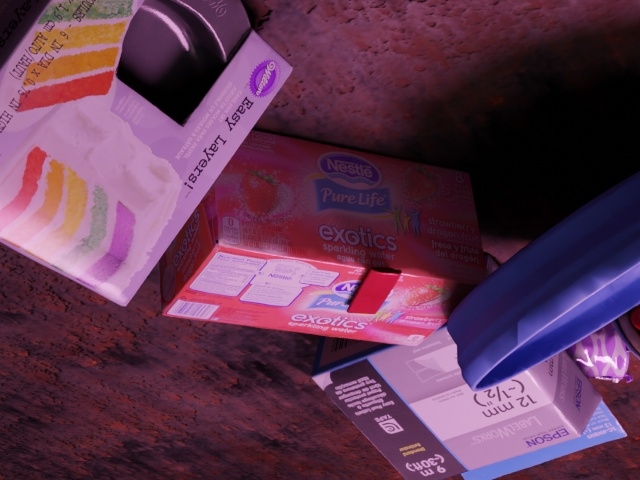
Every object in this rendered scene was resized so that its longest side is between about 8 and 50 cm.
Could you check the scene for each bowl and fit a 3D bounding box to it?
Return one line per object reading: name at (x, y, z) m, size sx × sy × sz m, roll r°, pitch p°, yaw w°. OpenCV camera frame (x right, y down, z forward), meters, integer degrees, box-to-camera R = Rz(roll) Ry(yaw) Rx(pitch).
bowl at (0.298, 0.018, 1.285) m, size 0.391 × 0.077 × 0.391 m, roll -30°, pitch 166°, yaw -8°

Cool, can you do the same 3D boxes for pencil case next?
pencil case at (0.308, 0.154, 1.686) m, size 0.206 × 0.088 × 0.086 m, roll -6°, pitch 175°, yaw 5°

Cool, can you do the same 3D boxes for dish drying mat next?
dish drying mat at (0.051, 0.049, 1.232) m, size 0.032 × 0.008 × 0.083 m, roll 3°, pitch 149°, yaw -16°

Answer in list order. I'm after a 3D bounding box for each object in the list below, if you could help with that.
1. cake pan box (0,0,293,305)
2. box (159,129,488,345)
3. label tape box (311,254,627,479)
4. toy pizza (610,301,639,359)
cake pan box at (-0.169, -0.106, 1.000) m, size 0.267 × 0.070 × 0.246 m, roll -54°, pitch 143°, yaw -2°
box at (0.000, 0.000, 1.288) m, size 0.300 × 0.142 × 0.154 m, roll 9°, pitch 148°, yaw -25°
label tape box at (0.193, 0.207, 1.601) m, size 0.249 × 0.115 × 0.347 m, roll -24°, pitch 119°, yaw 30°
toy pizza at (0.437, 0.090, 1.485) m, size 0.201 × 0.201 × 0.032 m, roll 0°, pitch 135°, yaw -11°
